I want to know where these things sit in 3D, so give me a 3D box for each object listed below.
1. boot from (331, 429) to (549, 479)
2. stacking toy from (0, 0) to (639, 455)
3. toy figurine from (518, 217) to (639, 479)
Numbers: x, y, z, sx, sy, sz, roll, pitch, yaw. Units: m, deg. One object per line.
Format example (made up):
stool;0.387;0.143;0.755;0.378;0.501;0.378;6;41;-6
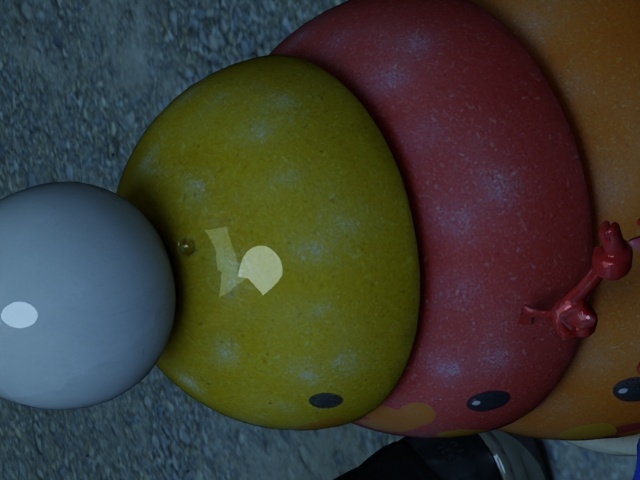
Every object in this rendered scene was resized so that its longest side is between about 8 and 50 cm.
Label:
boot;0.039;0.320;1.347;0.138;0.284;0.377;10;108;54
stacking toy;0.000;0.000;1.116;0.350;0.480;0.351;25;122;50
toy figurine;0.228;0.173;0.933;0.362;0.217;0.191;43;137;-12
